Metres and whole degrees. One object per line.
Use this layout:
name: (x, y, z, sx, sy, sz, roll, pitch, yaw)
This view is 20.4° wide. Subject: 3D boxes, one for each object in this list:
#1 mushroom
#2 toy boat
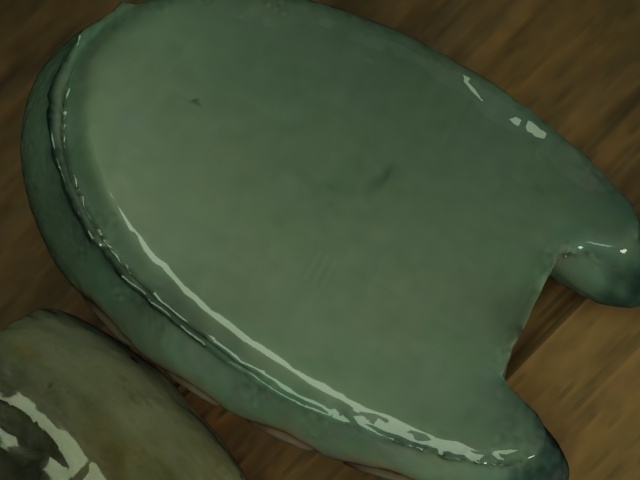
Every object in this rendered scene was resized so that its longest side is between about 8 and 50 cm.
mushroom: (-0.041, 0.125, 0.544, 0.092, 0.081, 0.223, -33, 80, -20)
toy boat: (0.000, 0.000, 0.569, 0.207, 0.079, 0.134, 27, 70, 2)
